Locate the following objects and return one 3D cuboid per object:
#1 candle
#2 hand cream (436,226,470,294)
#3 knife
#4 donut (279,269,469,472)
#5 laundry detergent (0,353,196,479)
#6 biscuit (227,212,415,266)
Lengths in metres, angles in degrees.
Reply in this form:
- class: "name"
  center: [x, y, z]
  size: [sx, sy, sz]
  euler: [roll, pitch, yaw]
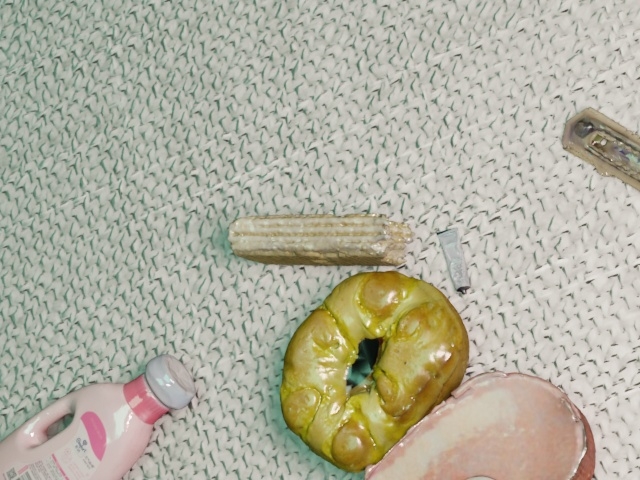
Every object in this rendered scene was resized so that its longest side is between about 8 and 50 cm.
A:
- class: "candle"
  center: [0.197, 0.329, 1.916]
  size: [0.287, 0.131, 0.316]
  euler: [-3, 70, 20]
- class: "hand cream"
  center: [0.178, 0.028, 2.048]
  size: [0.030, 0.019, 0.093]
  euler: [-21, 65, 21]
- class: "knife"
  center: [0.445, -0.055, 1.926]
  size: [0.365, 0.043, 0.089]
  euler: [37, 95, 26]
- class: "donut"
  center: [0.069, 0.162, 2.005]
  size: [0.261, 0.128, 0.208]
  euler: [-48, 64, 9]
- class: "laundry detergent"
  center: [-0.323, 0.278, 2.184]
  size: [0.335, 0.088, 0.159]
  euler: [-37, 67, 13]
- class: "biscuit"
  center: [0.000, 0.000, 2.079]
  size: [0.239, 0.108, 0.061]
  euler: [-1, 82, 24]
